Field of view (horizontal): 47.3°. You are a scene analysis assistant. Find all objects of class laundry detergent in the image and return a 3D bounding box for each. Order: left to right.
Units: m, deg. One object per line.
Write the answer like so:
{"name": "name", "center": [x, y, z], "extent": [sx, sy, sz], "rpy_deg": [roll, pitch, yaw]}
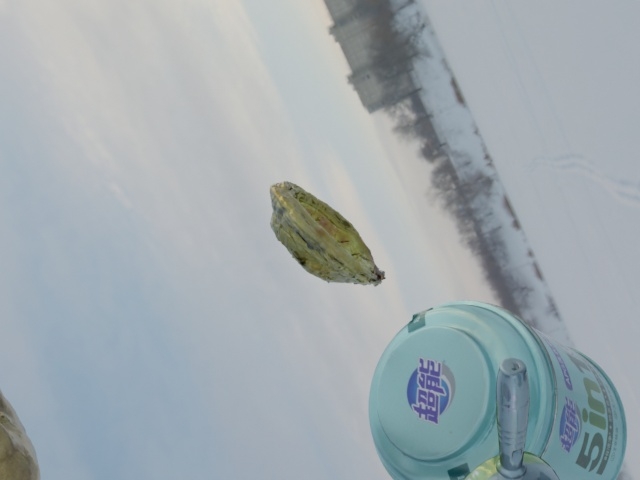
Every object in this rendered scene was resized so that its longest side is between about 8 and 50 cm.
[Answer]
{"name": "laundry detergent", "center": [0.242, 0.248, 1.054], "extent": [0.305, 0.287, 0.287], "rpy_deg": [28, -143, -42]}

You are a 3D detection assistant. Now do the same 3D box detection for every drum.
{"name": "drum", "center": [0.213, 0.222, 0.749], "extent": [0.049, 0.130, 0.253], "rpy_deg": [-120, 33, -55]}

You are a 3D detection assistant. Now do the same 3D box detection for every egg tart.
{"name": "egg tart", "center": [0.000, 0.000, 1.380], "extent": [0.279, 0.095, 0.279], "rpy_deg": [41, -167, -12]}

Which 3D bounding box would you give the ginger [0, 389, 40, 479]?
{"name": "ginger", "center": [-0.378, 0.200, 0.802], "extent": [0.348, 0.122, 0.362], "rpy_deg": [-17, 87, 61]}
